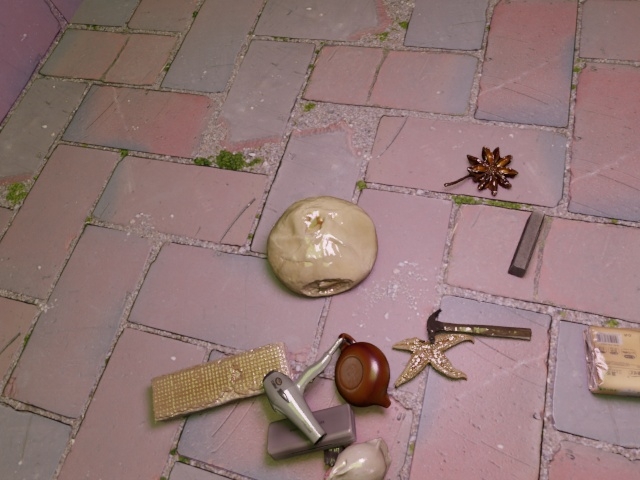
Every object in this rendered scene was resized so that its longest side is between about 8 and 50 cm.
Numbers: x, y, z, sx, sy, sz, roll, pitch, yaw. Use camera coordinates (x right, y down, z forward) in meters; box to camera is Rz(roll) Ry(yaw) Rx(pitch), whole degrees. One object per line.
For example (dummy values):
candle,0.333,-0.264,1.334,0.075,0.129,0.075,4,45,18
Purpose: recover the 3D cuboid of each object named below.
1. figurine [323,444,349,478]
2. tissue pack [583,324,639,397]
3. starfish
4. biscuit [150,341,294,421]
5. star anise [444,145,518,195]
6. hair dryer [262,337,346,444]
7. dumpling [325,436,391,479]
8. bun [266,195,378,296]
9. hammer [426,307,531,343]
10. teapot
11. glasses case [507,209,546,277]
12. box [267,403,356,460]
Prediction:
figurine,0.042,0.604,1.276,0.072,0.054,0.129,-10,61,25
tissue pack,0.829,0.322,1.249,0.223,0.090,0.186,2,63,10
starfish,0.328,0.340,1.356,0.248,0.050,0.138,-9,64,8
biscuit,-0.293,0.426,1.414,0.427,0.078,0.143,-17,64,2
star anise,0.537,-0.239,1.575,0.234,0.073,0.177,11,75,-2
hair dryer,-0.007,0.415,1.277,0.267,0.092,0.229,-27,58,0
dumpling,0.107,0.605,1.223,0.181,0.111,0.154,-22,97,-4
bun,-0.003,-0.004,1.499,0.365,0.202,0.363,-4,62,7
hammer,0.460,0.259,1.369,0.298,0.026,0.125,4,45,9
teapot,0.122,0.368,1.350,0.178,0.135,0.252,-49,42,18
glasses case,0.635,0.010,1.445,0.047,0.070,0.204,23,70,16
box,-0.025,0.527,1.298,0.244,0.055,0.103,-18,33,10
